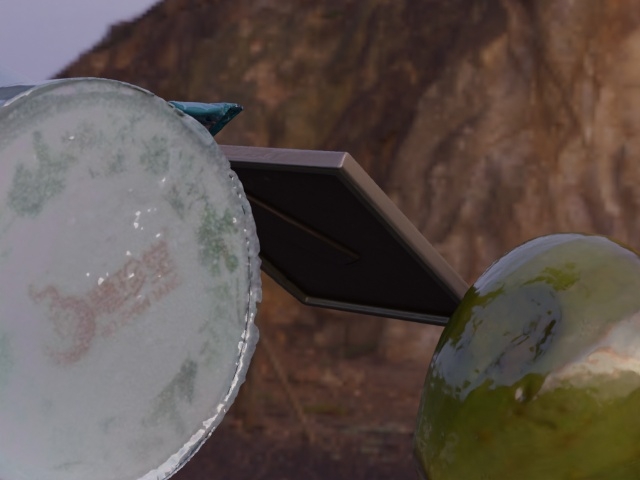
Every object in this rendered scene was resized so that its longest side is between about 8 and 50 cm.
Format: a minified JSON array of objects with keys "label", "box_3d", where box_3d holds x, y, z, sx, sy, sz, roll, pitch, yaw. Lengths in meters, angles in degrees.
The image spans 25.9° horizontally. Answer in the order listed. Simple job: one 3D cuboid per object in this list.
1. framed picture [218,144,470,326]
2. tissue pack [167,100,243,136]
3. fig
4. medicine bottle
[{"label":"framed picture","box_3d":[0.000,0.000,1.167,0.211,0.020,0.289,6,-24,35]},{"label":"tissue pack","box_3d":[-0.130,-0.094,1.198,0.085,0.028,0.138,-38,-10,21]},{"label":"fig","box_3d":[0.177,0.107,0.997,0.207,0.207,0.230,0,28,44]},{"label":"medicine bottle","box_3d":[-0.196,0.020,0.715,0.290,0.245,0.245,1,-3,43]}]
